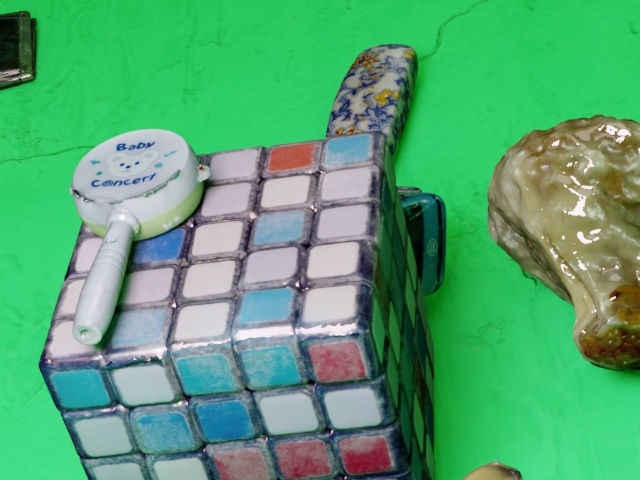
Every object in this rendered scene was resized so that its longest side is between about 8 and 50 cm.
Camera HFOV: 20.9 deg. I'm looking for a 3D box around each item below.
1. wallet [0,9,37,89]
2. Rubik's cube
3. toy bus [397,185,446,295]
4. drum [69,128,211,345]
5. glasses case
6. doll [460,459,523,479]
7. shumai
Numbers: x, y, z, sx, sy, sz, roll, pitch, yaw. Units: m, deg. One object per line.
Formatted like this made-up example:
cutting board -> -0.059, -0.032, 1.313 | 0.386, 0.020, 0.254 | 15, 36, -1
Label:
wallet -> -0.511, -0.249, 2.407 | 0.236, 0.055, 0.160 | -13, 43, 2
Rubik's cube -> -0.058, 0.105, 1.573 | 0.292, 0.287, 0.293 | -8, 37, 9
toy bus -> 0.000, 0.000, 1.797 | 0.246, 0.113, 0.134 | 5, 8, 25
drum -> -0.188, -0.007, 1.485 | 0.130, 0.049, 0.253 | 4, 41, 26
glasses case -> 0.059, -0.153, 2.058 | 0.087, 0.065, 0.248 | -5, 38, 18
doll -> 0.092, 0.316, 1.347 | 0.261, 0.161, 0.177 | -34, 62, -27
shumai -> 0.254, 0.015, 1.669 | 0.261, 0.225, 0.222 | 2, 56, 48
